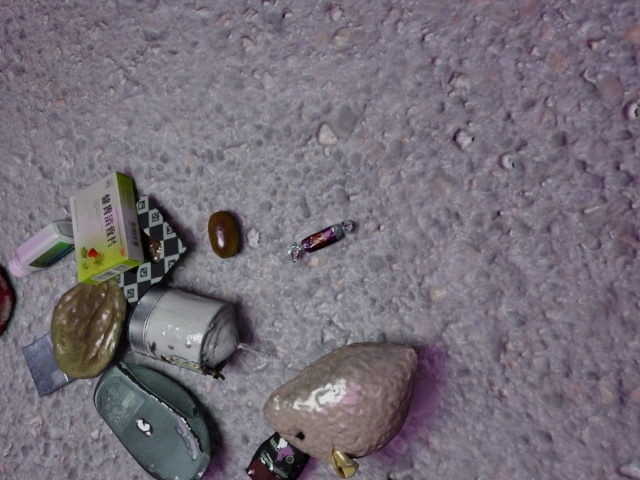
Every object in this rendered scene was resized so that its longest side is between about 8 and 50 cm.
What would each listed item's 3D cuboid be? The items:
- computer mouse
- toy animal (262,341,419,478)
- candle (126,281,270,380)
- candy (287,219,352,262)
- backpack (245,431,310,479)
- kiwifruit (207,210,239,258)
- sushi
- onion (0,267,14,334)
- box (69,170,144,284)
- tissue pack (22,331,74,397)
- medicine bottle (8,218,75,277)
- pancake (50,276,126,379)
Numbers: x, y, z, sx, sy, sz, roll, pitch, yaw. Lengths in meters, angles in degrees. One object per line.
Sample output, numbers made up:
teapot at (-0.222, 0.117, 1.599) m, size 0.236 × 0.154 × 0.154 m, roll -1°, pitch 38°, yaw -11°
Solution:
computer mouse at (-0.413, 0.458, 1.174) m, size 0.374 × 0.114 × 0.203 m, roll 39°, pitch 96°, yaw 14°
toy animal at (0.070, 0.350, 1.005) m, size 0.359 × 0.188 × 0.226 m, roll -32°, pitch 91°, yaw 12°
candle at (-0.287, 0.226, 1.116) m, size 0.331 × 0.187 × 0.187 m, roll 13°, pitch 92°, yaw 14°
candy at (0.000, 0.000, 1.113) m, size 0.175 × 0.043 × 0.045 m, roll -25°, pitch 84°, yaw 9°
backpack at (-0.097, 0.517, 1.087) m, size 0.120 × 0.106 × 0.165 m, roll 31°, pitch 99°, yaw 19°
kiwifruit at (-0.246, -0.016, 1.168) m, size 0.075 × 0.075 × 0.124 m, roll -12°, pitch 81°, yaw 15°
sushi at (-0.465, 0.030, 1.230) m, size 0.219 × 0.047 × 0.231 m, roll -48°, pitch 64°, yaw 9°
onion at (-1.042, 0.181, 1.323) m, size 0.272 × 0.195 × 0.271 m, roll 0°, pitch 88°, yaw 6°
box at (-0.575, -0.033, 1.234) m, size 0.175 × 0.062 × 0.260 m, roll -24°, pitch 69°, yaw 19°
tissue pack at (-0.771, 0.350, 1.313) m, size 0.113 × 0.051 × 0.156 m, roll -29°, pitch 80°, yaw 10°
medicine bottle at (-0.772, 0.026, 1.290) m, size 0.219 × 0.115 × 0.078 m, roll -32°, pitch 81°, yaw 13°
pancake at (-0.632, 0.229, 1.247) m, size 0.295 × 0.049 × 0.294 m, roll -7°, pitch 73°, yaw 25°
